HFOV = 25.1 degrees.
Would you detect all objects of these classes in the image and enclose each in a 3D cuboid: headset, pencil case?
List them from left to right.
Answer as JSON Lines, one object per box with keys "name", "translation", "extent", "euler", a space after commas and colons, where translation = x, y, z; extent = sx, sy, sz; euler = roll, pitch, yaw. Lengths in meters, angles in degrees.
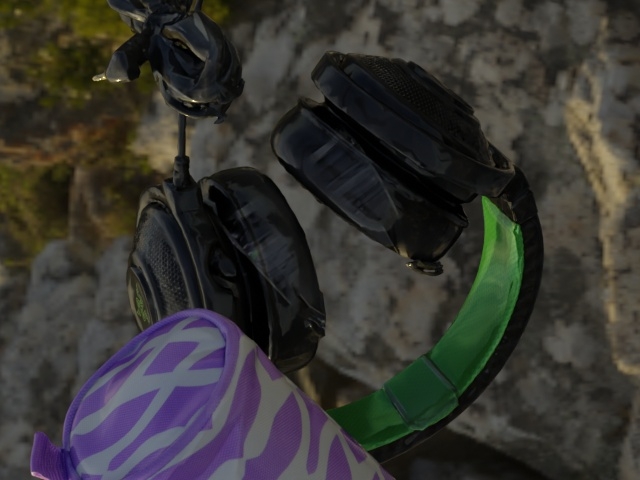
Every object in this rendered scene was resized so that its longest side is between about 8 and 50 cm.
{"name": "pencil case", "translation": [-0.008, 0.116, 0.551], "extent": [0.088, 0.206, 0.086], "euler": [-31, 29, 16]}
{"name": "headset", "translation": [0.000, 0.000, 0.800], "extent": [0.243, 0.394, 0.185], "euler": [-37, 40, -3]}
